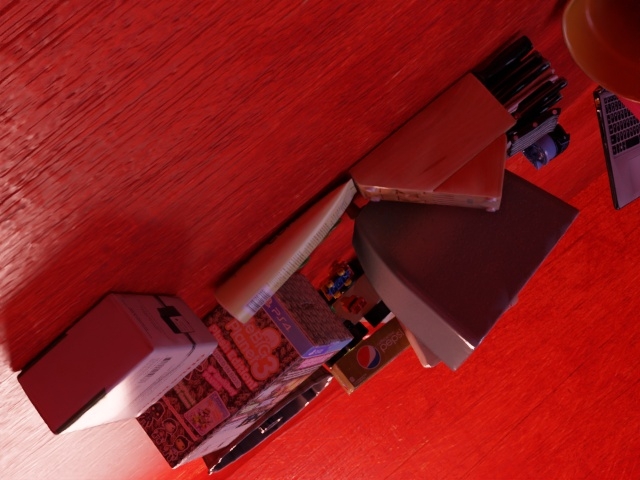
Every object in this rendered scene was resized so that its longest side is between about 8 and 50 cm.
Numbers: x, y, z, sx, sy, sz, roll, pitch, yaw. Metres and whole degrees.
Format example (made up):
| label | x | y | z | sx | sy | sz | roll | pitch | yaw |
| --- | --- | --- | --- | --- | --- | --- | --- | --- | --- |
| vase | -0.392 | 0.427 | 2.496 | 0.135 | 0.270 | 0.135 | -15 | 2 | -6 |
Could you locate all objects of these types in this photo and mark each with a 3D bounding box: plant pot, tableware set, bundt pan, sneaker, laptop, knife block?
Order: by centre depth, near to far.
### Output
| label | x | y | z | sx | sy | sz | roll | pitch | yaw |
| --- | --- | --- | --- | --- | --- | --- | --- | --- | --- |
| plant pot | 0.458 | -0.318 | 1.375 | 0.188 | 0.205 | 0.205 | -51 | 173 | -23 |
| knife block | 0.188 | -0.168 | 1.391 | 0.276 | 0.242 | 0.088 | 5 | 170 | 8 |
| plant pot | 0.185 | 0.008 | 1.522 | 0.247 | 0.252 | 0.248 | -51 | 170 | -12 |
| tableware set | 0.000 | 0.000 | 1.539 | 0.154 | 0.024 | 0.104 | -43 | 168 | 17 |
| sneaker | 0.449 | -0.201 | 2.040 | 0.090 | 0.081 | 0.232 | -43 | 175 | 4 |
| bundt pan | -0.136 | 0.336 | 2.136 | 0.331 | 0.124 | 0.331 | -38 | 168 | -10 |
| laptop | 0.780 | -0.310 | 2.265 | 0.236 | 0.408 | 0.382 | -7 | -172 | 35 |

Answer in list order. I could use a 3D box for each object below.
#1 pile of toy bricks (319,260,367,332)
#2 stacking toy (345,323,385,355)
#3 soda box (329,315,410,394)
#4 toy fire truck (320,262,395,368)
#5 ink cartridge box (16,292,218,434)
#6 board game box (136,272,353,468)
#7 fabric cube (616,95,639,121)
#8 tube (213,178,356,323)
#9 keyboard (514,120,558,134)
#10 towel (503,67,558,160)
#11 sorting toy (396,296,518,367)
| label | x | y | z | sx | sy | sz | roll | pitch | yaw |
| --- | --- | --- | --- | --- | --- | --- | --- | --- | --- |
| pile of toy bricks | -0.025 | 0.134 | 1.828 | 0.212 | 0.118 | 0.105 | -46 | -150 | -22 |
| stacking toy | 0.117 | 0.194 | 2.547 | 0.280 | 0.130 | 0.309 | -13 | 166 | 4 |
| soda box | 0.107 | 0.208 | 1.938 | 0.181 | 0.061 | 0.058 | -36 | 168 | -21 |
| toy fire truck | 0.090 | 0.126 | 2.031 | 0.217 | 0.158 | 0.246 | -47 | 178 | 32 |
| ink cartridge box | -0.230 | 0.141 | 1.207 | 0.153 | 0.087 | 0.208 | -41 | 167 | 7 |
| board game box | -0.123 | 0.194 | 1.598 | 0.291 | 0.141 | 0.232 | -41 | 168 | 10 |
| fabric cube | 0.591 | -0.303 | 1.633 | 0.254 | 0.258 | 0.259 | -42 | 168 | 12 |
| tube | -0.040 | 0.008 | 1.387 | 0.240 | 0.062 | 0.070 | -44 | -148 | 0 |
| keyboard | 0.351 | -0.188 | 1.748 | 0.072 | 0.014 | 0.256 | -43 | 166 | 19 |
| towel | 0.271 | -0.159 | 1.747 | 0.237 | 0.037 | 0.329 | -36 | 167 | -12 |
| sorting toy | 0.247 | 0.062 | 1.917 | 0.257 | 0.255 | 0.089 | -32 | -172 | -30 |
